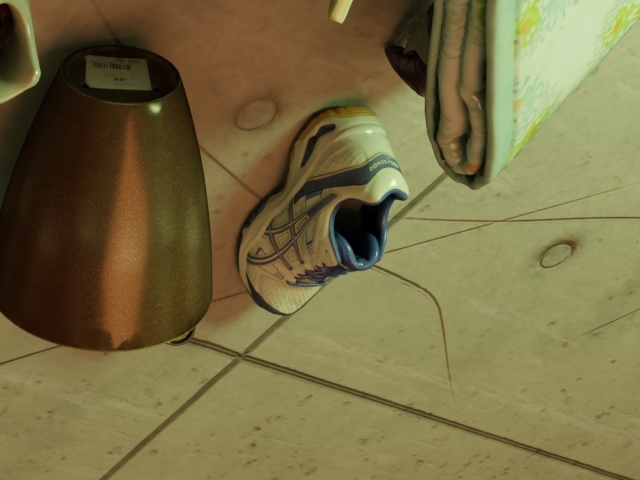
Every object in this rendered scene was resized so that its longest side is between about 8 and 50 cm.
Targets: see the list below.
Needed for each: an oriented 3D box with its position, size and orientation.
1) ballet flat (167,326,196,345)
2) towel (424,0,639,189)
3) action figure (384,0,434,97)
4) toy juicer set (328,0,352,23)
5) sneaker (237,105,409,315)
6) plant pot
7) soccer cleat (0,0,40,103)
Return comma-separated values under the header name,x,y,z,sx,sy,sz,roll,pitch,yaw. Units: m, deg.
name,x,y,z,sx,sy,sz,roll,pitch,yaw
ballet flat,-0.186,0.057,1.946,0.074,0.074,0.203,-32,146,5
towel,0.223,-0.245,1.593,0.320,0.090,0.374,-43,159,-21
action figure,0.164,-0.259,1.758,0.185,0.099,0.285,1,133,-27
toy juicer set,0.101,-0.315,1.464,0.089,0.329,0.209,23,125,-1
sneaker,0.000,0.000,1.950,0.112,0.131,0.296,-10,144,-29
plant pot,-0.193,-0.054,1.698,0.215,0.215,0.230,-9,127,-27
soccer cleat,-0.306,-0.226,1.411,0.116,0.143,0.331,-32,146,5
